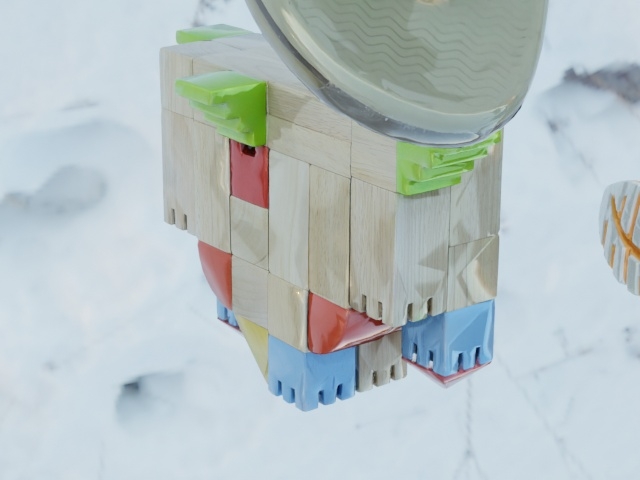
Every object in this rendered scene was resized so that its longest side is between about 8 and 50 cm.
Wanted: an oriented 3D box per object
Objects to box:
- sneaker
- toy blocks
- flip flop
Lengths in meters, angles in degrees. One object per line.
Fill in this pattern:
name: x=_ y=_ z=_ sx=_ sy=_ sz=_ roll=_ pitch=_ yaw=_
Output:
sneaker: x=0.292 y=0.011 z=1.123 sx=0.083 sy=0.215 sz=0.084 roll=-13 pitch=120 yaw=-36
toy blocks: x=0.000 y=0.000 z=1.153 sx=0.191 sy=0.381 sz=0.260 roll=-14 pitch=114 yaw=-35
flip flop: x=0.044 y=-0.166 z=0.481 sx=0.112 sy=0.277 sz=0.080 roll=16 pitch=169 yaw=-13
